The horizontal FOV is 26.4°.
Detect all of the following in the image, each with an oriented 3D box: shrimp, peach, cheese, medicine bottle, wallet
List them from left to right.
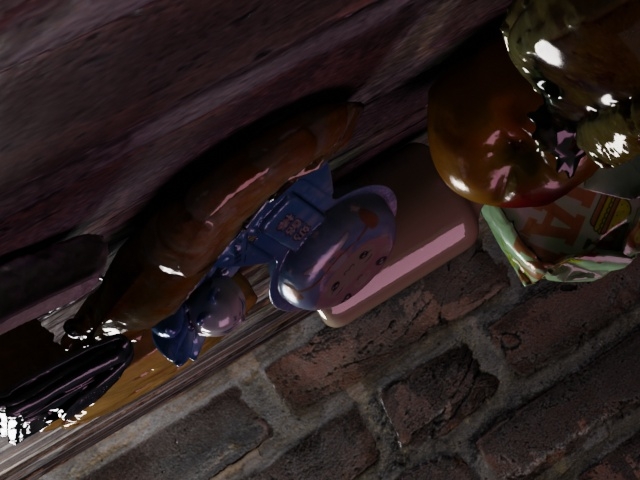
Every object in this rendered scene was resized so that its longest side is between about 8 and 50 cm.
[{"bbox_3d":[-0.156,0.093,0.835,0.088,0.026,0.129,-30,173,-18],"label":"wallet"},{"bbox_3d":[-0.072,-0.005,0.900,0.169,0.058,0.296,-30,172,-46],"label":"shrimp"},{"bbox_3d":[0.000,0.000,1.083,0.135,0.052,0.244,-48,157,4],"label":"cheese"},{"bbox_3d":[0.086,-0.028,1.250,0.252,0.114,0.114,-32,175,-1],"label":"medicine bottle"},{"bbox_3d":[0.145,-0.088,0.973,0.138,0.138,0.138,-32,175,-3],"label":"peach"}]

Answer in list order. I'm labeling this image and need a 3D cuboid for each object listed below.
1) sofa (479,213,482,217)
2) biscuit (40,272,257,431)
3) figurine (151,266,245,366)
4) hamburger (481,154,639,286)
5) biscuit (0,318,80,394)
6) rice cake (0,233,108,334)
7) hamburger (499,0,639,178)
[{"bbox_3d":[0.203,-0.025,1.610,0.225,0.176,0.210,-34,175,18],"label":"sofa"},{"bbox_3d":[-0.183,0.128,1.490,0.275,0.052,0.355,-29,175,-30],"label":"biscuit"},{"bbox_3d":[-0.097,0.044,1.045,0.114,0.079,0.114,-52,168,-15],"label":"figurine"},{"bbox_3d":[0.265,-0.073,1.391,0.235,0.214,0.125,-37,-173,-3],"label":"hamburger"},{"bbox_3d":[-0.300,0.146,0.944,0.094,0.054,0.378,-27,173,-48],"label":"biscuit"},{"bbox_3d":[-0.197,0.046,0.719,0.206,0.036,0.047,-28,-174,-37],"label":"rice cake"},{"bbox_3d":[0.223,-0.154,0.751,0.309,0.132,0.211,-35,174,25],"label":"hamburger"}]
